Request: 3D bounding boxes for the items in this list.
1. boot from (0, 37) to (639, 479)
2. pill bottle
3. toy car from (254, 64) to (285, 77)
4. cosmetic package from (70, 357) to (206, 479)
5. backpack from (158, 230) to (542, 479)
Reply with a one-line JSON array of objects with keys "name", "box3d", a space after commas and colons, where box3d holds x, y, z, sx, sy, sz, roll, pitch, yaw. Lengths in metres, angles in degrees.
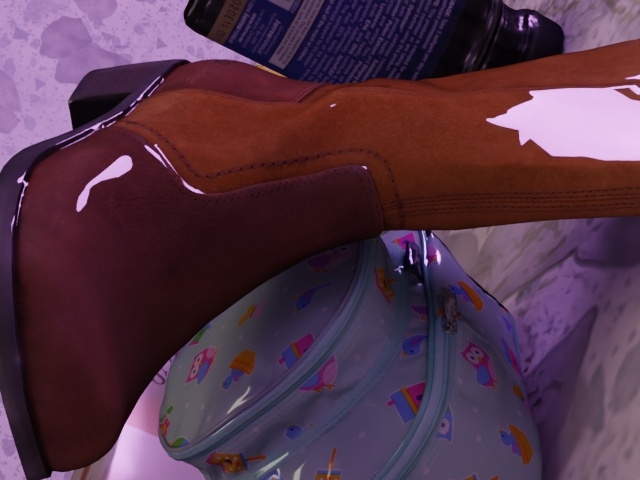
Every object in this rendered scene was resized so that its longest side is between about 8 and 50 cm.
[{"name": "boot", "box3d": [0.024, -0.005, 0.482, 0.264, 0.280, 0.096, -80, -13, -65]}, {"name": "pill bottle", "box3d": [0.036, -0.142, 0.741, 0.123, 0.219, 0.123, -60, 12, 22]}, {"name": "toy car", "box3d": [0.000, 0.000, 0.920, 0.239, 0.053, 0.225, 39, -130, -65]}, {"name": "cosmetic package", "box3d": [-0.100, 0.163, 0.905, 0.129, 0.153, 0.296, -55, 17, 35]}, {"name": "backpack", "box3d": [0.012, 0.087, 0.551, 0.166, 0.144, 0.188, -38, 30, 18]}]
